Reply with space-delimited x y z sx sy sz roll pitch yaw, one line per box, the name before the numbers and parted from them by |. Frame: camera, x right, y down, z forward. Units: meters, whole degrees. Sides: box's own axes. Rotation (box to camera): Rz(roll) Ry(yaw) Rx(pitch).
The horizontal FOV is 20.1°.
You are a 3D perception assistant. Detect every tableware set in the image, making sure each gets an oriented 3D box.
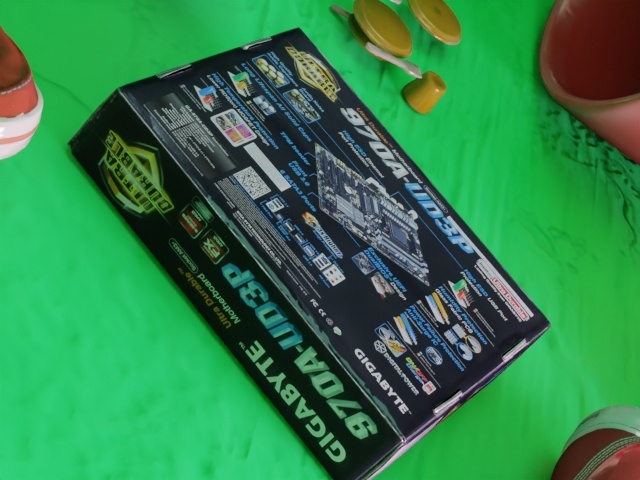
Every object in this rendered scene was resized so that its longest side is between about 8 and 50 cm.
tableware set | 0.050 -0.143 1.154 0.104 0.024 0.154 25 37 -33

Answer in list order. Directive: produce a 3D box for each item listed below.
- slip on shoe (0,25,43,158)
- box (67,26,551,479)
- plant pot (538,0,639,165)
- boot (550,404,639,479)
slip on shoe | -0.239 -0.168 0.793 0.331 0.101 0.123 50 32 4
box | 0.000 0.000 0.917 0.220 0.051 0.175 50 33 7
plant pot | 0.325 -0.116 1.231 0.243 0.275 0.275 42 32 -23
boot | 0.202 0.209 0.888 0.244 0.088 0.176 37 34 2
